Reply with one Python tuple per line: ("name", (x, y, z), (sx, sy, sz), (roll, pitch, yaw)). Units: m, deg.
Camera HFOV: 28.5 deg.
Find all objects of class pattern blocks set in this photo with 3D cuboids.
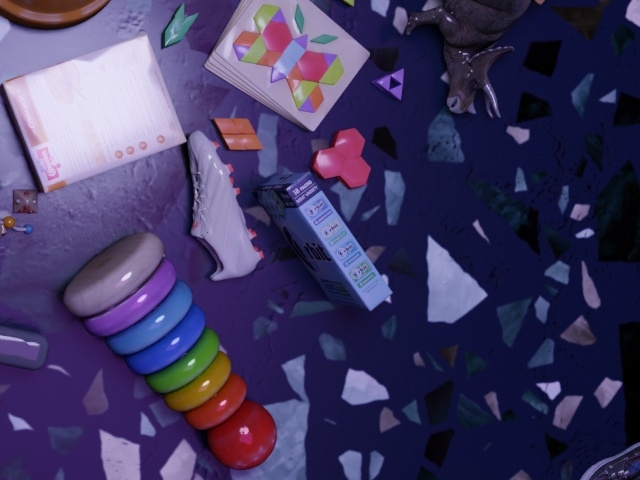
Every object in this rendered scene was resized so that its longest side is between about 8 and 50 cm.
("pattern blocks set", (-0.041, -0.239, 1.640), (0.325, 0.026, 0.285), (22, 85, -17))

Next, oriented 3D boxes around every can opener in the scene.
("can opener", (-0.459, 0.090, 1.495), (0.280, 0.074, 0.093), (19, 85, -17))

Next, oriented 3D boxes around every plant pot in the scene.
("plant pot", (-0.312, -0.359, 1.465), (0.205, 0.188, 0.205), (-1, 92, -18))

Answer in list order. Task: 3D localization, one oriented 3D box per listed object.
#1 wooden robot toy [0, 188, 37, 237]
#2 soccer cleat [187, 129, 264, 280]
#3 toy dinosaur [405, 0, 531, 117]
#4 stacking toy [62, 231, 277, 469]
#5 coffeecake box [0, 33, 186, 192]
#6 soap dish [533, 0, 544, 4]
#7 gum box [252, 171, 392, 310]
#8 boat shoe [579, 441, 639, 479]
("wooden robot toy", (-0.411, -0.018, 1.503), (0.173, 0.079, 0.076), (-26, 100, -15))
("soccer cleat", (-0.137, -0.042, 1.598), (0.076, 0.068, 0.196), (-23, 101, -12))
("toy dinosaur", (0.208, -0.320, 1.631), (0.160, 0.121, 0.313), (17, 131, -4))
("stacking toy", (-0.171, 0.155, 1.572), (0.141, 0.141, 0.330), (-39, 109, -13))
("coffeecake box", (-0.279, -0.155, 1.545), (0.186, 0.068, 0.142), (-22, 98, -16))
("soap dish", (0.285, -0.495, 1.676), (0.229, 0.118, 0.291), (41, 79, -20))
("gum box", (0.000, 0.000, 1.593), (0.041, 0.157, 0.184), (-38, 102, -13))
("boat shoe", (0.430, 0.331, 1.801), (0.142, 0.040, 0.049), (-30, 101, -15))
